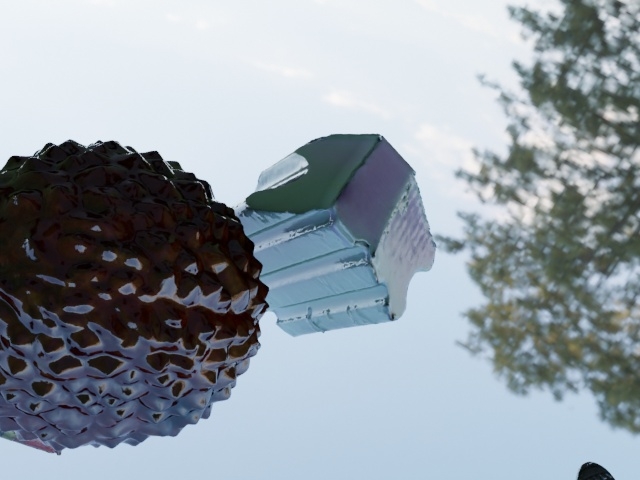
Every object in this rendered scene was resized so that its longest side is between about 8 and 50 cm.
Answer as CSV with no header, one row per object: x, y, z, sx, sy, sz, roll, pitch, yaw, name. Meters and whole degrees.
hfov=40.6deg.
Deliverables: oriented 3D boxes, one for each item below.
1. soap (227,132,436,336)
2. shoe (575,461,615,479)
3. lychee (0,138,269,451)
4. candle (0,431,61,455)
0.000,0.000,1.298,0.261,0.446,0.156,46,-114,-11,soap
0.434,0.428,1.344,0.074,0.194,0.077,-21,-172,0,shoe
-0.317,0.068,1.154,0.500,0.424,0.424,11,-155,14,lychee
-0.469,0.319,1.433,0.131,0.052,0.052,27,-156,-27,candle
